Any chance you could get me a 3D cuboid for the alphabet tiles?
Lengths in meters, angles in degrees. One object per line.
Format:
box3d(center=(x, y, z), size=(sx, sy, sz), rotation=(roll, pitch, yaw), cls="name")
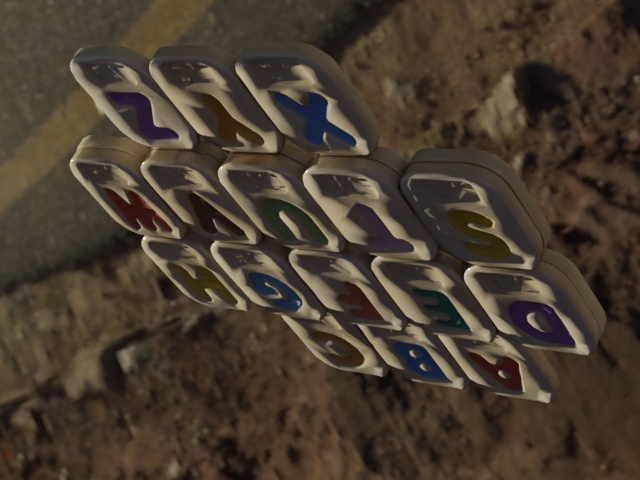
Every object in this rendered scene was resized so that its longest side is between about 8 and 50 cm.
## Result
box3d(center=(0.000, 0.000, 0.765), size=(0.284, 0.021, 0.278), rotation=(5, 146, 39), cls="alphabet tiles")
